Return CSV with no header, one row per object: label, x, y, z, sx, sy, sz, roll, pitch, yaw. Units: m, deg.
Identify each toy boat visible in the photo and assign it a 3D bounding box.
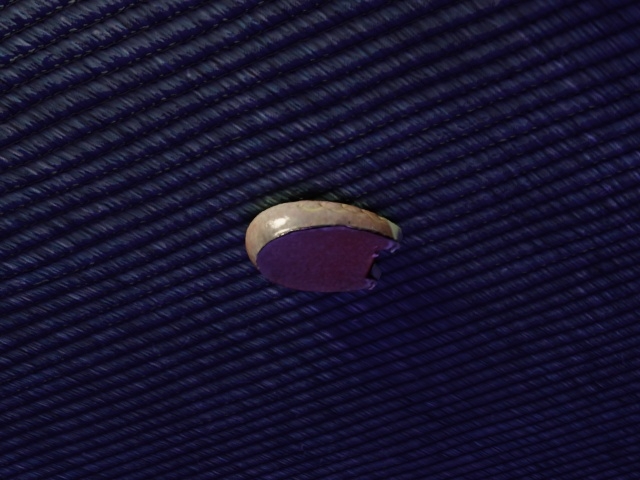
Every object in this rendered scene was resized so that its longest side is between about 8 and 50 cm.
toy boat,0.000,0.000,1.103,0.227,0.085,0.155,6,137,-23
